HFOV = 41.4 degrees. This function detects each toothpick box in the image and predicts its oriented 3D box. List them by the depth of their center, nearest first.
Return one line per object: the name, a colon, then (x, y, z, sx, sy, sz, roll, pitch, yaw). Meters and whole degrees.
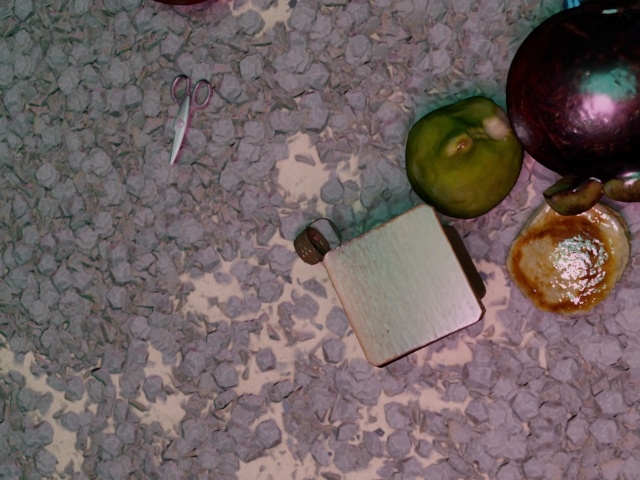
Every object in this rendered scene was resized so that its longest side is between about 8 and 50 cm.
toothpick box: (0.158, 0.066, 1.357, 0.187, 0.308, 0.190, -29, 81, 15)

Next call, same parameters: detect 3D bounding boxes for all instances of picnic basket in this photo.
picnic basket: (0.000, 0.000, 1.527, 0.083, 0.072, 0.072, -38, 80, 26)

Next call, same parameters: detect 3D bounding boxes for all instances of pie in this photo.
pie: (0.409, 0.024, 1.398, 0.179, 0.084, 0.205, 40, 103, 12)

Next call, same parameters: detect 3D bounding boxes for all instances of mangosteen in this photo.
mangosteen: (0.436, -0.211, 1.281, 0.330, 0.330, 0.330, 0, 90, 17)

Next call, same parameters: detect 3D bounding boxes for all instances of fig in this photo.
fig: (0.219, -0.138, 1.355, 0.206, 0.275, 0.206, 1, 92, 18)

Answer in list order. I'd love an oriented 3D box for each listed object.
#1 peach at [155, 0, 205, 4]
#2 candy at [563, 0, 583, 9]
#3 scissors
peach: (-0.244, -0.550, 1.526, 0.274, 0.248, 0.245, -7, 123, 4)
candy: (0.538, -0.502, 1.364, 0.331, 0.077, 0.187, -16, 94, 14)
scissors: (-0.265, -0.229, 1.631, 0.085, 0.022, 0.176, 15, 92, 15)
